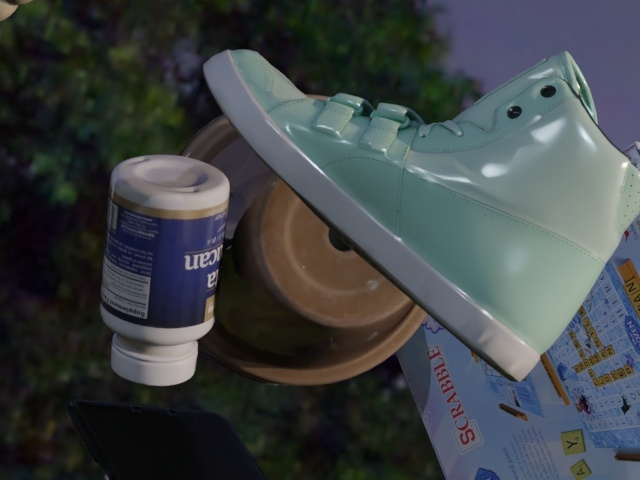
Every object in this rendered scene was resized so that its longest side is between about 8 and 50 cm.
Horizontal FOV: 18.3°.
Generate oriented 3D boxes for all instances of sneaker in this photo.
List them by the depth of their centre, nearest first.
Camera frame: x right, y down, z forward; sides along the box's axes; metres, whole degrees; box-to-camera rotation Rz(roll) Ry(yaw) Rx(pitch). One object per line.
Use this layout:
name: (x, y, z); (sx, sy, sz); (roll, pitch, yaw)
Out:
sneaker: (0.061, -0.057, 1.065); (0.256, 0.151, 0.094); (41, 0, 24)

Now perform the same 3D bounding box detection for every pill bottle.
pill bottle: (-0.125, 0.025, 1.570); (0.094, 0.094, 0.169); (11, -67, 8)

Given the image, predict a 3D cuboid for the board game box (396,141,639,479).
board game box: (0.243, 0.120, 1.910); (0.318, 0.318, 0.066); (-30, -24, 23)

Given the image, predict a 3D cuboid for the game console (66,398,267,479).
game console: (-0.074, 0.141, 0.968); (0.071, 0.107, 0.122); (16, 3, 38)

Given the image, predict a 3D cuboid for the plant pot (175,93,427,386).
plant pot: (0.000, 0.000, 1.664); (0.263, 0.263, 0.229); (19, -4, -11)

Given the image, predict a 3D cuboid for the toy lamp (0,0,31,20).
toy lamp: (-0.139, -0.201, 1.257); (0.275, 0.080, 0.080); (-27, -41, 25)
